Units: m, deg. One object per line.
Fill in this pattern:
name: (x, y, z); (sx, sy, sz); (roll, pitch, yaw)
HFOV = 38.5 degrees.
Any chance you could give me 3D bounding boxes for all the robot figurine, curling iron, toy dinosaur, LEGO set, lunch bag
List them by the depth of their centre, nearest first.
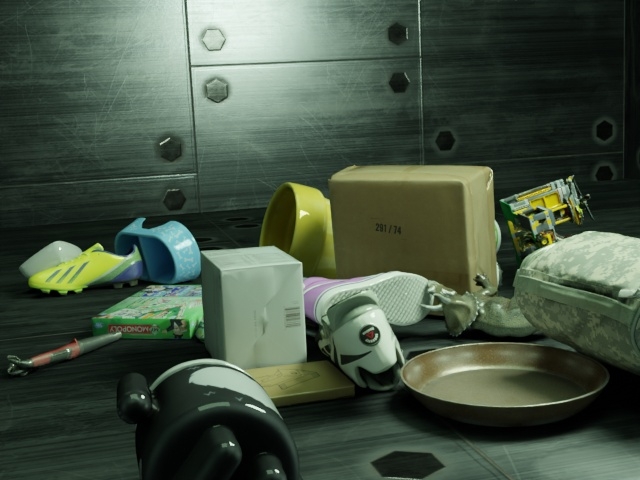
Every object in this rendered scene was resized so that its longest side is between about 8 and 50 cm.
robot figurine: (-0.119, 0.233, 1.032); (0.173, 0.209, 0.278); (-18, 13, -11)
lunch bag: (0.478, 0.103, 1.410); (0.256, 0.213, 0.305); (9, 5, -28)
curling iron: (-0.480, 0.205, 1.738); (0.068, 0.035, 0.274); (4, 12, 34)
toy dinosaur: (0.355, 0.141, 1.752); (0.313, 0.121, 0.160); (10, 28, 13)
LEGO set: (0.567, -0.019, 2.143); (0.192, 0.255, 0.331); (-19, 2, 0)

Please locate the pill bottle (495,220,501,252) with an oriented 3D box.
pill bottle: (0.339, -0.011, 2.379); (0.245, 0.136, 0.136); (4, 3, -37)

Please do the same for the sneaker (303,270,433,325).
sneaker: (0.073, 0.101, 1.746); (0.282, 0.102, 0.161); (0, 7, -35)

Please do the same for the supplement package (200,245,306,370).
supplement package: (-0.124, 0.122, 1.655); (0.149, 0.194, 0.203); (-5, 10, -17)

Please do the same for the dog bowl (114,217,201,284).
dog bowl: (-0.437, 0.034, 2.418); (0.297, 0.166, 0.074); (6, 24, 43)

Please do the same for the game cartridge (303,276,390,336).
game cartridge: (-0.007, 0.136, 1.892); (0.297, 0.062, 0.198); (14, 14, 40)

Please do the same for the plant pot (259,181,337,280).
plant pot: (0.000, 0.000, 2.280); (0.239, 0.254, 0.254); (10, 4, -23)

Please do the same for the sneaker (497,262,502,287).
sneaker: (0.357, 0.065, 2.222); (0.106, 0.078, 0.234); (-1, 11, -7)

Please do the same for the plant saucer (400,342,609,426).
plant saucer: (0.277, 0.220, 1.395); (0.310, 0.050, 0.310); (-3, 8, 0)

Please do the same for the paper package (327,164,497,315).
paper package: (0.198, -0.003, 1.966); (0.325, 0.309, 0.168); (2, 15, 29)

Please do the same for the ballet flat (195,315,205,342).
ballet flat: (-0.213, 0.155, 1.879); (0.070, 0.070, 0.188); (-1, 10, 8)

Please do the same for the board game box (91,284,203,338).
board game box: (-0.331, 0.151, 1.997); (0.213, 0.046, 0.317); (0, 10, 12)

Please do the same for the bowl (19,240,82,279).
bowl: (-0.691, 0.068, 2.379); (0.142, 0.053, 0.142); (-35, -21, 6)

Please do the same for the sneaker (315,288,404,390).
sneaker: (0.071, 0.188, 1.516); (0.122, 0.146, 0.330); (-28, -12, -2)

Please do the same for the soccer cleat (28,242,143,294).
soccer cleat: (-0.598, 0.069, 2.337); (0.289, 0.121, 0.093); (-7, 11, -22)

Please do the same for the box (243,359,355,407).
box: (-0.063, 0.234, 1.490); (0.201, 0.021, 0.164); (-6, 10, -15)
